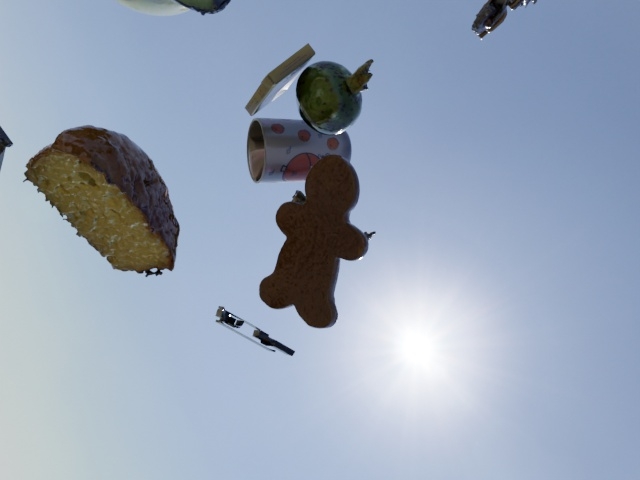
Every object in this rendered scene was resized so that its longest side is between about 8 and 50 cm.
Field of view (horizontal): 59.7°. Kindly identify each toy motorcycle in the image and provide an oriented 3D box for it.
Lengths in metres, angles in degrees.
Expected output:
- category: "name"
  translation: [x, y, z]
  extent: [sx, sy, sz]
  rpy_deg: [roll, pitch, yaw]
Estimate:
- category: "toy motorcycle"
  translation: [0.433, -0.550, 1.254]
  extent: [0.094, 0.130, 0.229]
  rpy_deg: [45, -75, 10]

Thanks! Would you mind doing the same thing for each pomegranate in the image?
- category: "pomegranate"
  translation: [0.045, -0.410, 1.568]
  extent: [0.263, 0.211, 0.211]
  rpy_deg: [-18, -98, 31]

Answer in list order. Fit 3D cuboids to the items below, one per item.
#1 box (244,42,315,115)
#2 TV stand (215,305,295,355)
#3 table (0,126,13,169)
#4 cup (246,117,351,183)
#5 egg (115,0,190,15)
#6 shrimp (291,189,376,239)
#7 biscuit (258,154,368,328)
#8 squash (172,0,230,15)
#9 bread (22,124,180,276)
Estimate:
- category: "box"
  translation: [-0.121, -0.450, 1.591]
  extent: [0.041, 0.153, 0.279]
  rpy_deg: [51, -19, -8]
- category: "TV stand"
  translation: [-0.168, 0.244, 1.451]
  extent: [0.036, 0.249, 0.042]
  rpy_deg: [-6, -125, 52]
- category: "table"
  translation: [-0.957, -0.203, 1.366]
  extent: [0.272, 0.222, 0.335]
  rpy_deg: [50, -50, 11]
- category: "cup"
  translation: [-0.068, -0.302, 1.872]
  extent: [0.212, 0.317, 0.212]
  rpy_deg: [175, -90, -67]
- category: "egg"
  translation: [-0.272, -0.452, 0.860]
  extent: [0.186, 0.253, 0.187]
  rpy_deg: [-7, -102, 33]
- category: "shrimp"
  translation: [0.009, -0.032, 1.770]
  extent: [0.185, 0.287, 0.068]
  rpy_deg: [-48, -163, 46]
- category: "biscuit"
  translation: [0.000, 0.000, 1.397]
  extent: [0.283, 0.064, 0.432]
  rpy_deg: [22, -77, 33]
- category: "squash"
  translation: [-0.172, -0.381, 0.623]
  extent: [0.204, 0.154, 0.237]
  rpy_deg: [139, -47, -75]
- category: "bread"
  translation: [-0.297, -0.072, 0.813]
  extent: [0.260, 0.129, 0.134]
  rpy_deg: [66, 25, -43]
